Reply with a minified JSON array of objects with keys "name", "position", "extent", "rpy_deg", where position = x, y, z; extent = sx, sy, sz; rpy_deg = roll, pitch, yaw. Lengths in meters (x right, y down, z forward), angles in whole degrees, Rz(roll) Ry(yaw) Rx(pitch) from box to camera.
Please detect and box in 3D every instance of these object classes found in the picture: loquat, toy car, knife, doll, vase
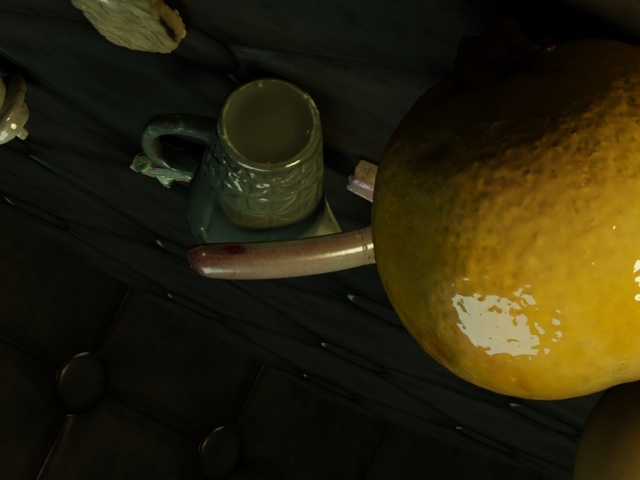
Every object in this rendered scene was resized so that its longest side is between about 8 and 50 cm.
[{"name":"loquat","position":[0.167,-0.028,1.207],"extent":[0.275,0.274,0.275],"rpy_deg":[24,170,5]},{"name":"toy car","position":[-0.176,-0.096,2.177],"extent":[0.142,0.055,0.069],"rpy_deg":[7,171,28]},{"name":"knife","position":[0.000,0.001,1.776],"extent":[0.278,0.053,0.123],"rpy_deg":[-10,135,-10]},{"name":"doll","position":[-0.482,-0.214,2.158],"extent":[0.293,0.119,0.138],"rpy_deg":[38,172,-32]},{"name":"vase","position":[-0.073,-0.078,1.803],"extent":[0.251,0.156,0.301],"rpy_deg":[23,164,1]}]

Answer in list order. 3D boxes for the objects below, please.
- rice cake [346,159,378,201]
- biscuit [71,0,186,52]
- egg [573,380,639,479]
[{"name":"rice cake","position":[0.126,-0.031,1.853],"extent":[0.207,0.036,0.047],"rpy_deg":[26,169,-3]},{"name":"biscuit","position":[-0.191,-0.228,1.606],"extent":[0.133,0.032,0.250],"rpy_deg":[21,169,22]},{"name":"egg","position":[0.449,0.260,1.825],"extent":[0.374,0.301,0.301],"rpy_deg":[2,157,43]}]
